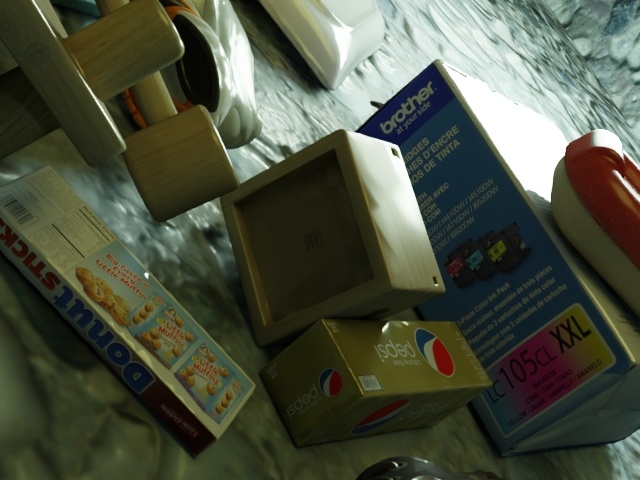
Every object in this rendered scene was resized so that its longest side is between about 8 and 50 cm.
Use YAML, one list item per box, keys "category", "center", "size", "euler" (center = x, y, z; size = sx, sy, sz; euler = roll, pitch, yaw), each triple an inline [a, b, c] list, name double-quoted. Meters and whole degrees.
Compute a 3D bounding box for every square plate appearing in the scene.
- category: "square plate"
  center: [-0.042, -0.357, 1.126]
  size: [0.347, 0.049, 0.344]
  euler: [53, 23, -8]

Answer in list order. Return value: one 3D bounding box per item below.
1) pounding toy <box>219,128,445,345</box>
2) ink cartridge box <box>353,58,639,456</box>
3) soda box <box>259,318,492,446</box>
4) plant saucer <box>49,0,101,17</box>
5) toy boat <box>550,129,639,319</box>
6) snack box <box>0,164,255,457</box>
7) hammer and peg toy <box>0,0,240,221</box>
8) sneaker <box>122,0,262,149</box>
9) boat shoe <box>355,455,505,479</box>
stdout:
- category: "pounding toy"
  center: [0.000, 0.000, 0.661]
  size: [0.100, 0.141, 0.130]
  euler: [8, 61, -55]
- category: "ink cartridge box"
  center: [0.189, -0.004, 0.925]
  size: [0.270, 0.151, 0.395]
  euler: [13, 45, -52]
- category: "soda box"
  center: [0.045, 0.095, 0.654]
  size: [0.181, 0.061, 0.058]
  euler: [9, 46, -54]
- category: "plant saucer"
  center: [-0.195, -0.203, 0.742]
  size: [0.192, 0.018, 0.067]
  euler: [1, 53, -57]
- category: "toy boat"
  center: [0.308, -0.013, 0.781]
  size: [0.231, 0.151, 0.151]
  euler: [46, 26, -6]
- category: "snack box"
  center: [-0.111, 0.036, 0.529]
  size: [0.178, 0.022, 0.064]
  euler: [47, 24, -3]
- category: "hammer and peg toy"
  center: [-0.182, -0.162, 0.510]
  size: [0.266, 0.127, 0.361]
  euler: [56, -6, 38]
- category: "sneaker"
  center: [-0.114, -0.186, 0.751]
  size: [0.121, 0.099, 0.262]
  euler: [20, 55, -67]
- category: "boat shoe"
  center: [0.045, 0.166, 0.517]
  size: [0.285, 0.103, 0.092]
  euler: [21, 31, -52]
